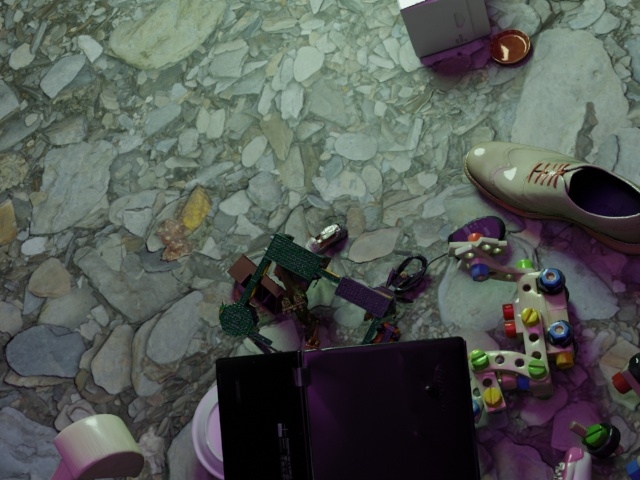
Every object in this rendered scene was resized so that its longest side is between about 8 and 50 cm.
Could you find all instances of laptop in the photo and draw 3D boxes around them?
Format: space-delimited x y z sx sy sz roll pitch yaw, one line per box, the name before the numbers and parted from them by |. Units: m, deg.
laptop | 0.037 0.371 1.711 0.408 0.236 0.382 -14 79 52

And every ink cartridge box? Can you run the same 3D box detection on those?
ink cartridge box | 0.237 -0.535 2.105 0.168 0.171 0.233 -17 60 11

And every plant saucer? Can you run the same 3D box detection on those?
plant saucer | 0.386 -0.393 2.074 0.083 0.013 0.084 -8 63 16

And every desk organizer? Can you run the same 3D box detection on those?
desk organizer | -0.120 0.086 1.996 0.130 0.047 0.050 39 84 30

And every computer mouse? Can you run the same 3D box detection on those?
computer mouse | 0.239 0.029 1.909 0.242 0.041 0.071 -29 76 10

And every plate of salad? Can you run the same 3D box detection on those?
plate of salad | -0.139 0.348 1.872 0.199 0.048 0.200 -3 70 9

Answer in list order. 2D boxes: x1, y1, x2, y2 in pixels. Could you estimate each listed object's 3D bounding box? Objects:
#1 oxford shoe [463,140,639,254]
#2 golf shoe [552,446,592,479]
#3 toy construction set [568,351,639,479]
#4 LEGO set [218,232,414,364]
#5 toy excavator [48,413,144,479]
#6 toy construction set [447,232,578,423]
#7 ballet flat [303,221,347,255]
oxford shoe | 0.433 -0.110 1.839 0.397 0.146 0.140 22 76 28
golf shoe | 0.416 0.480 1.580 0.140 0.115 0.306 5 79 10
toy construction set | 0.601 0.280 1.574 0.237 0.257 0.309 34 97 -14
LEGO set | -0.009 0.128 1.877 0.331 0.192 0.255 20 92 7
toy excavator | -0.406 0.501 1.657 0.433 0.445 0.222 -39 59 -2
toy construction set | 0.327 0.144 1.762 0.215 0.151 0.328 -10 73 15
ballet flat | 0.000 0.000 2.000 0.114 0.041 0.041 -36 59 0
